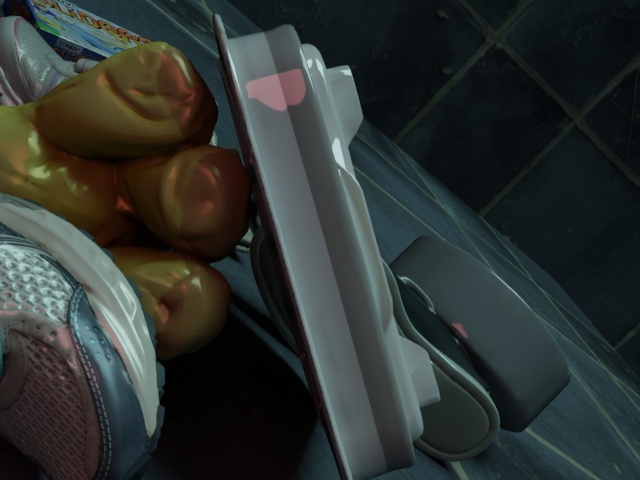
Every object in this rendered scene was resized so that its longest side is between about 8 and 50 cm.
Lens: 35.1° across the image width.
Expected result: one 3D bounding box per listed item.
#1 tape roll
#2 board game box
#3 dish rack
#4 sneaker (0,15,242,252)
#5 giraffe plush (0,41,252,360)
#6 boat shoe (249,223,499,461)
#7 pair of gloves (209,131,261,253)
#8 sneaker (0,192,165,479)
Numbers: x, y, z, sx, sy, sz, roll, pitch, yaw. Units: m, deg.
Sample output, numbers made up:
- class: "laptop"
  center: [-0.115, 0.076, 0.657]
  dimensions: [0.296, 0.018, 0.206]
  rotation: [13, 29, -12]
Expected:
- class: "tape roll"
  center: [0.154, 0.098, 1.064]
  dimensions: [0.219, 0.072, 0.219]
  rotation: [45, -13, 13]
- class: "board game box"
  center: [-0.215, -0.190, 1.040]
  dimensions: [0.201, 0.035, 0.136]
  rotation: [19, 22, -37]
- class: "dish rack"
  center: [0.000, 0.000, 0.669]
  dimensions: [0.333, 0.072, 0.285]
  rotation: [-136, -149, -85]
- class: "sneaker"
  center: [-0.161, -0.102, 0.829]
  dimensions: [0.252, 0.111, 0.103]
  rotation: [42, 12, -5]
- class: "giraffe plush"
  center: [-0.136, -0.018, 0.602]
  dimensions: [0.210, 0.181, 0.170]
  rotation: [10, -2, 7]
- class: "boat shoe"
  center: [0.045, 0.078, 0.916]
  dimensions: [0.302, 0.114, 0.091]
  rotation: [52, 9, -21]
- class: "pair of gloves"
  center: [-0.074, -0.035, 1.055]
  dimensions: [0.240, 0.042, 0.204]
  rotation: [23, 28, -45]
- class: "sneaker"
  center: [-0.190, 0.015, 0.439]
  dimensions: [0.283, 0.110, 0.122]
  rotation: [44, 30, 13]
